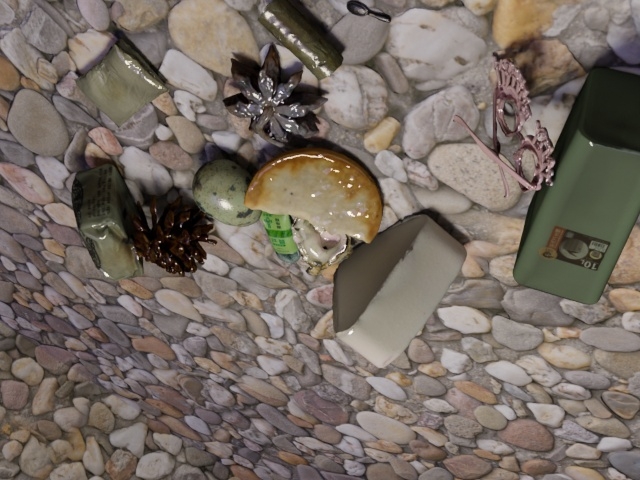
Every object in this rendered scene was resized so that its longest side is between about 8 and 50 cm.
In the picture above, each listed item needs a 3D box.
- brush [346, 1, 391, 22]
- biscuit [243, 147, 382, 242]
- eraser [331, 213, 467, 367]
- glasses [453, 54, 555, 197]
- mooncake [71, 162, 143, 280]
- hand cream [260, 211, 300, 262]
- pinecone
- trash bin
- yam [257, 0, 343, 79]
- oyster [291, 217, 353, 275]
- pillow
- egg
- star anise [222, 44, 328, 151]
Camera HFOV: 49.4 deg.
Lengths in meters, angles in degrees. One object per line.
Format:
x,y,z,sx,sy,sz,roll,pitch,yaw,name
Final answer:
0.083,-0.393,1.205,0.083,0.008,0.024,22,140,6,brush
0.000,-0.110,1.524,0.308,0.040,0.205,16,128,-8,biscuit
0.147,0.102,1.602,0.150,0.331,0.331,38,142,-18,eraser
0.310,-0.186,1.158,0.095,0.255,0.162,-14,163,-14,glasses
-0.557,-0.042,1.821,0.136,0.254,0.250,-12,142,-4,mooncake
-0.099,-0.015,1.741,0.095,0.046,0.175,7,138,28,hand cream
-0.372,-0.017,1.783,0.201,0.202,0.229,-19,128,10,pinecone
0.453,-0.089,1.178,0.158,0.223,0.343,16,141,13,trash bin
-0.036,-0.368,1.261,0.169,0.068,0.068,41,141,-21,yam
0.000,0.000,1.667,0.163,0.081,0.191,30,115,-1,oyster
-0.448,-0.345,1.550,0.229,0.050,0.148,-18,121,47,pillow
-0.213,-0.107,1.619,0.181,0.141,0.141,40,141,-15,egg
-0.093,-0.265,1.410,0.230,0.081,0.262,2,136,14,star anise
